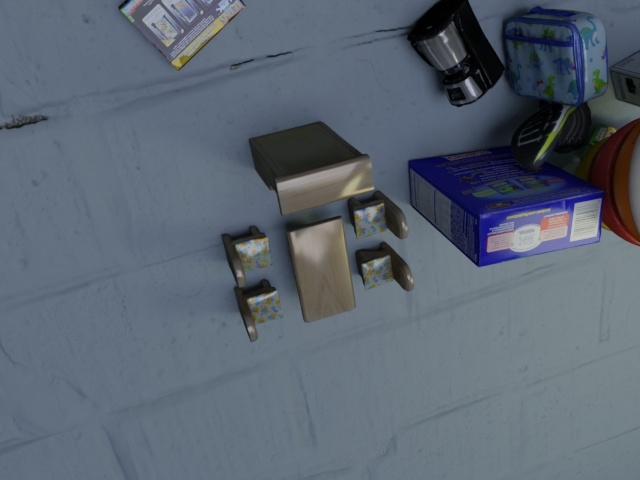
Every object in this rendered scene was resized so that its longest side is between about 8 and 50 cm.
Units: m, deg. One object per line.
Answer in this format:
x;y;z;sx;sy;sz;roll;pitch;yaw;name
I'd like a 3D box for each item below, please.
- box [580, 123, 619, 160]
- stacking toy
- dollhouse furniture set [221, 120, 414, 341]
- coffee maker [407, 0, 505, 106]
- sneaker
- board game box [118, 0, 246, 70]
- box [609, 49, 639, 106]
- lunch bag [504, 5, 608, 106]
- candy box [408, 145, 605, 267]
0.705;-0.202;1.548;0.179;0.043;0.105;19;107;-11;box
0.648;-0.124;1.345;0.350;0.480;0.351;-1;96;-14;stacking toy
0.000;0.000;1.294;0.362;0.256;0.394;-16;118;-11;dollhouse furniture set
0.285;-0.382;1.295;0.171;0.120;0.178;-41;120;1;coffee maker
0.500;-0.225;1.369;0.300;0.111;0.121;-46;107;-34;sneaker
-0.239;-0.407;1.145;0.170;0.048;0.141;-42;122;3;board game box
0.780;-0.340;1.386;0.169;0.290;0.087;-31;119;-4;box
0.461;-0.368;1.305;0.090;0.219;0.176;-23;120;-15;lunch bag
0.363;-0.084;1.345;0.268;0.317;0.122;-10;118;-13;candy box
